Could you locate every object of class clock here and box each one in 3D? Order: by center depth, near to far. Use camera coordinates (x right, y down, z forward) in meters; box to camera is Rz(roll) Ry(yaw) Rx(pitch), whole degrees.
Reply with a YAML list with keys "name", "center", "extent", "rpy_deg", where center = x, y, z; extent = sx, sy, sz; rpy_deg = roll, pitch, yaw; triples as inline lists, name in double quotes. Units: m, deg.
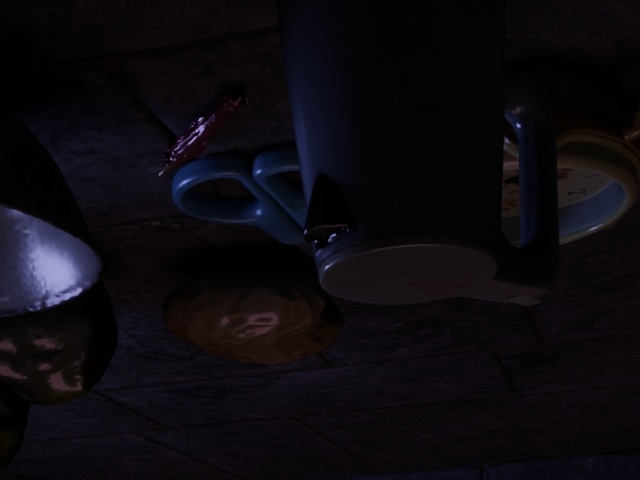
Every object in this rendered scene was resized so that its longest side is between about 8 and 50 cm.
- name: "clock"
  center: [0.177, -0.067, 1.029]
  extent: [0.308, 0.096, 0.235]
  rpy_deg: [-13, 155, 26]

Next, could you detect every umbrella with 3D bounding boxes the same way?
- name: "umbrella"
  center: [-0.108, -0.094, 1.031]
  extent: [0.025, 0.027, 0.165]
  rpy_deg: [-43, -174, -38]

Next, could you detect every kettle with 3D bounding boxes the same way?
- name: "kettle"
  center: [0.072, -0.080, 0.782]
  extent: [0.211, 0.243, 0.160]
  rpy_deg: [12, 155, -36]

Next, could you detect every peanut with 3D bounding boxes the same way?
- name: "peanut"
  center: [-0.075, 0.091, 1.405]
  extent: [0.197, 0.110, 0.233]
  rpy_deg: [-7, 157, 17]

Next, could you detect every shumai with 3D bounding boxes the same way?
- name: "shumai"
  center: [-0.377, 0.100, 1.327]
  extent: [0.263, 0.304, 0.309]
  rpy_deg: [-33, -172, -2]

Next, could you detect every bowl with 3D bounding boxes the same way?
- name: "bowl"
  center: [-0.342, -0.051, 0.939]
  extent: [0.337, 0.157, 0.337]
  rpy_deg: [-1, 160, 0]

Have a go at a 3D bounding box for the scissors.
- name: "scissors"
  center: [0.000, 0.000, 1.280]
  extent: [0.193, 0.029, 0.447]
  rpy_deg: [-8, 158, 17]
